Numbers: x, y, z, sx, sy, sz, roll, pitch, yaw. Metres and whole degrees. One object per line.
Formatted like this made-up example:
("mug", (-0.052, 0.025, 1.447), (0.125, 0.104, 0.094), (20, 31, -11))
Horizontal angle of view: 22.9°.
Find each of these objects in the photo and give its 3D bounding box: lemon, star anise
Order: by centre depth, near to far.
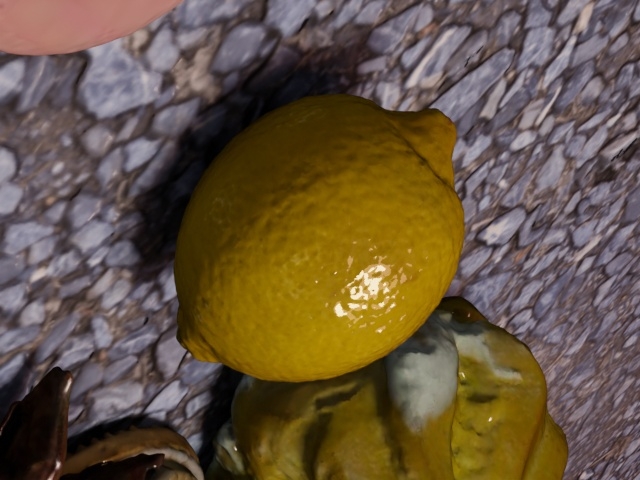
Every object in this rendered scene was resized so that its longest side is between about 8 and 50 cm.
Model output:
("lemon", (0.000, 0.000, 1.086), (0.244, 0.187, 0.187), (-39, 153, 0))
("star anise", (-0.229, 0.221, 1.108), (0.288, 0.088, 0.288), (-7, 108, -23))

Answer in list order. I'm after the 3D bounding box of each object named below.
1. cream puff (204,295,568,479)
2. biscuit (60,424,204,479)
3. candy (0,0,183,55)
("cream puff", (0.069, 0.224, 1.382), (0.378, 0.275, 0.378), (-39, 154, -23))
("biscuit", (-0.194, 0.259, 1.280), (0.259, 0.079, 0.259), (-34, 151, -21))
("candy", (-0.108, -0.203, 0.747), (0.255, 0.094, 0.255), (-34, 150, -23))
